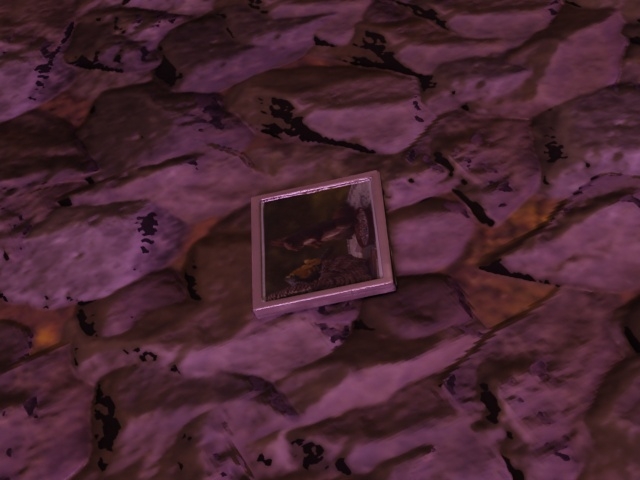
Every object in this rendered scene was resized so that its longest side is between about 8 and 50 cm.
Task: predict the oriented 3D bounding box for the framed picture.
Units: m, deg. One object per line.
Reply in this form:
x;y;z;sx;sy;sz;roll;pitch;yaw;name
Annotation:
0.000;0.000;0.739;0.066;0.007;0.089;-12;37;6;framed picture
